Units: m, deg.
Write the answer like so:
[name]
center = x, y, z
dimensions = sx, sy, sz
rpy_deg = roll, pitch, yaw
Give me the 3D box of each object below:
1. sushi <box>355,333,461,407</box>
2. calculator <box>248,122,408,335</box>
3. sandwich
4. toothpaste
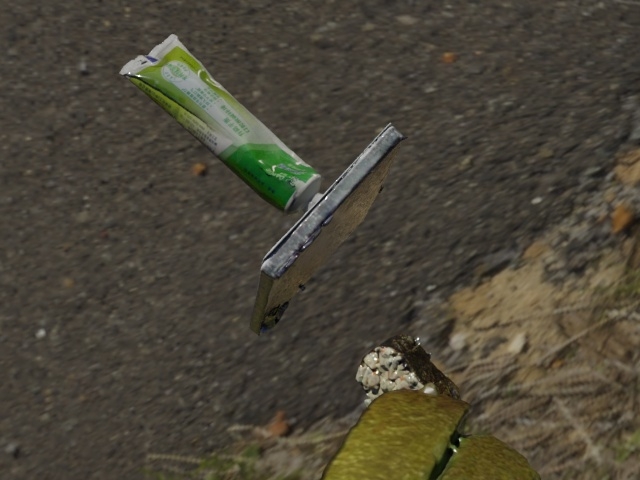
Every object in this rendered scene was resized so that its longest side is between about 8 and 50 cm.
[sushi]
center = 0.110, 0.191, 1.496
dimensions = 0.090, 0.078, 0.150
rpy_deg = -37, 85, 28
[calculator]
center = 0.000, 0.000, 1.051
dimensions = 0.021, 0.261, 0.161
rpy_deg = 41, 74, 5
[sandwich]
center = 0.030, 0.180, 0.591
dimensions = 0.109, 0.185, 0.159
rpy_deg = 24, 132, 16
[toothpaste]
center = -0.080, -0.102, 1.179
dimensions = 0.248, 0.078, 0.047
rpy_deg = 42, 149, 9
